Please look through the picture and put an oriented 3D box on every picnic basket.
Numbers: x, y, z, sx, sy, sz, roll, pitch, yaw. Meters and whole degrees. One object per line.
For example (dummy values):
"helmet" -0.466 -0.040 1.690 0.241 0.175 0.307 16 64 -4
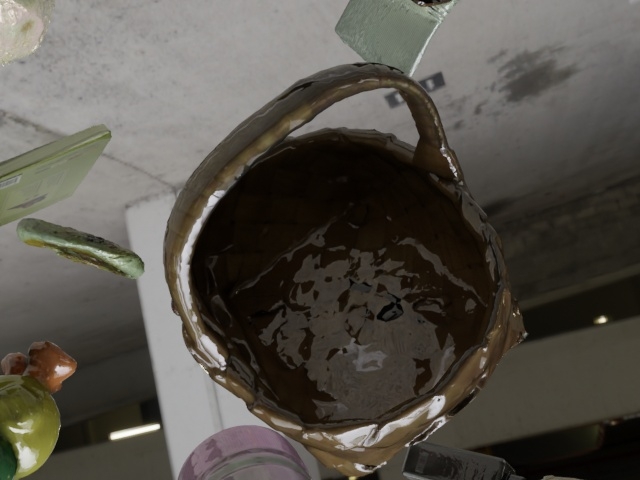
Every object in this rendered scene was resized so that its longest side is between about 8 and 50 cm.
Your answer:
"picnic basket" 0.000 0.000 0.640 0.293 0.337 0.337 -38 172 -10

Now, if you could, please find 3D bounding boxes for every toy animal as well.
"toy animal" -0.575 0.349 1.309 0.216 0.191 0.338 -18 -155 33

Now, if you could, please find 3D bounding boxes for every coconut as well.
"coconut" -0.422 -0.311 0.908 0.194 0.194 0.194 -13 168 -3

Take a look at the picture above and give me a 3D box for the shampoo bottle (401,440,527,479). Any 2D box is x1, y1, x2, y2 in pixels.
"shampoo bottle" 0.290 0.468 1.494 0.246 0.080 0.079 3 151 37

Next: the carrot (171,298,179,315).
"carrot" -0.249 0.133 1.646 0.161 0.055 0.055 -9 168 1

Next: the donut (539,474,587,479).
"donut" 0.441 0.611 1.355 0.383 0.382 0.142 -14 -160 3

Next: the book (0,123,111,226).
"book" -0.508 -0.092 1.283 0.239 0.035 0.352 -31 -177 -32

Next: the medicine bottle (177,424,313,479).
"medicine bottle" -0.074 0.409 0.993 0.202 0.202 0.316 -10 -162 -15

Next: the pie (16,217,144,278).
"pie" -0.155 0.005 0.482 0.085 0.017 0.085 16 168 3

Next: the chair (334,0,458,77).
"chair" 0.105 -0.350 0.969 0.319 0.160 0.186 -53 168 34
